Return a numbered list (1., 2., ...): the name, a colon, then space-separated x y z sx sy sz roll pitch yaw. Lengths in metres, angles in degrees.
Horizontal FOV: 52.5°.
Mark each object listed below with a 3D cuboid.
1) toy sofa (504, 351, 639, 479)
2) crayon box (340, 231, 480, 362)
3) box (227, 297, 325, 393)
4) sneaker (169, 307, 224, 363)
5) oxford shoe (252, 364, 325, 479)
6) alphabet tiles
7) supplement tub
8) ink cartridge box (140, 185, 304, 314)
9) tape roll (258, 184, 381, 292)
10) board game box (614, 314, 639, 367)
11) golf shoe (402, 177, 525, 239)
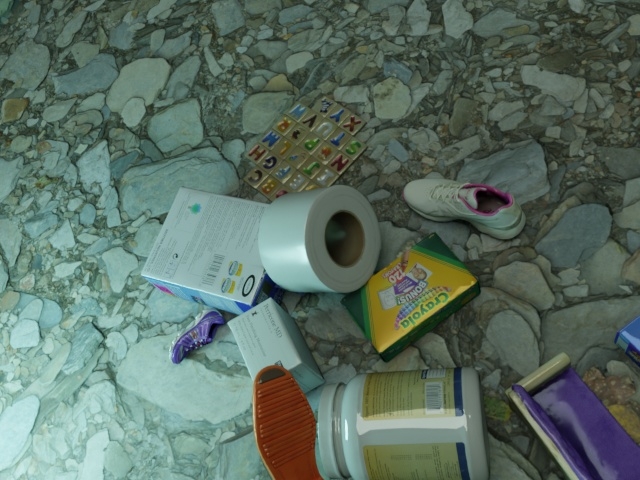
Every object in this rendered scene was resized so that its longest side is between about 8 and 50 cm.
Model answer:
1. toy sofa: 0.517 0.397 1.218 0.150 0.177 0.362 -34 59 0
2. crayon box: 0.208 0.131 1.502 0.278 0.081 0.165 -36 59 -2
3. box: -0.098 0.256 1.483 0.119 0.182 0.181 -31 59 2
4. sneaker: -0.310 0.246 1.626 0.071 0.068 0.170 38 80 23
5. oxford shoe: -0.075 0.437 1.346 0.130 0.133 0.363 -13 87 -21
6. alphabet tiles: -0.045 -0.249 1.812 0.285 0.011 0.342 39 81 29
7. supplement tub: 0.171 0.378 1.309 0.316 0.228 0.228 -6 63 15
8. ink cartridge box: -0.216 0.040 1.645 0.395 0.151 0.270 12 70 24
9. tape roll: 0.000 0.000 1.514 0.169 0.246 0.246 -5 60 48
10. board game box: 0.809 0.174 1.288 0.347 0.078 0.233 -36 60 -2
11. golf shoe: 0.335 -0.102 1.544 0.306 0.140 0.115 16 72 26
